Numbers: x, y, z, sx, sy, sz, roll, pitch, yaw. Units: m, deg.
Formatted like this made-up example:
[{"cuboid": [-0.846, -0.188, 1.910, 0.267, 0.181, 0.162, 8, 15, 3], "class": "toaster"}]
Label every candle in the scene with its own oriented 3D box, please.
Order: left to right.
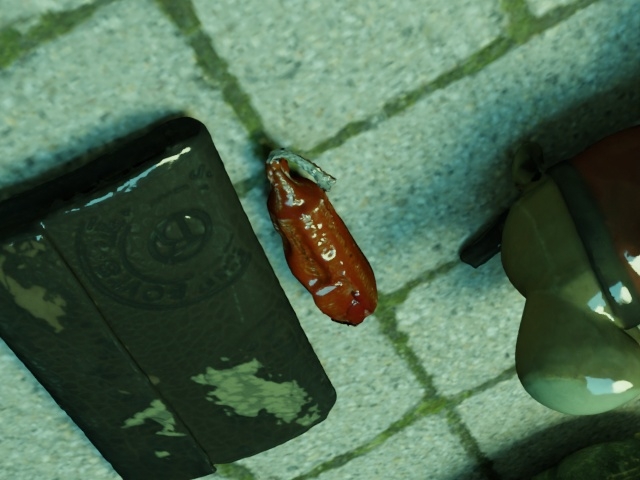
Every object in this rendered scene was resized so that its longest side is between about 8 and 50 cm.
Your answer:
[{"cuboid": [0.000, 0.000, 0.764, 0.053, 0.048, 0.162, -50, 141, -17], "class": "candle"}]

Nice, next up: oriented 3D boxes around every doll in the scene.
[{"cuboid": [0.248, -0.032, 0.773, 0.330, 0.174, 0.235, -32, 169, 12], "class": "doll"}]

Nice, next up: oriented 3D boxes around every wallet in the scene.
[{"cuboid": [-0.100, 0.065, 0.787, 0.170, 0.044, 0.321, -25, 140, -2], "class": "wallet"}]

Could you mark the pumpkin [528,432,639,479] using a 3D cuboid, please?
[{"cuboid": [0.270, 0.319, 1.071, 0.291, 0.257, 0.328, 45, 100, -3], "class": "pumpkin"}]
